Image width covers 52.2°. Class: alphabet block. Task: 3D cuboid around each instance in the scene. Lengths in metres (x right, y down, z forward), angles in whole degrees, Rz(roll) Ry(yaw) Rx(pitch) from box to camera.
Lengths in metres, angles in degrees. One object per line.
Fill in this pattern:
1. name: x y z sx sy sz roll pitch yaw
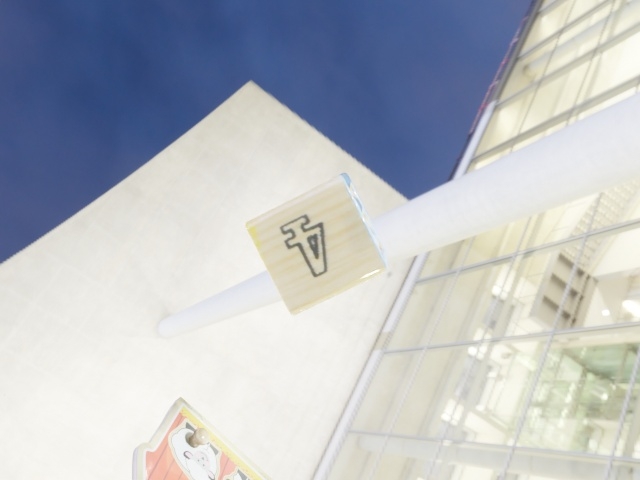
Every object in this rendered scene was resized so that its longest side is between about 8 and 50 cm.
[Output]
1. alphabet block: 0.000 0.000 1.230 0.197 0.192 0.193 -26 -87 9

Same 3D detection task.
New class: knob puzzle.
1. knob puzzle: -0.109 0.267 0.655 0.213 0.030 0.213 42 -157 -23
